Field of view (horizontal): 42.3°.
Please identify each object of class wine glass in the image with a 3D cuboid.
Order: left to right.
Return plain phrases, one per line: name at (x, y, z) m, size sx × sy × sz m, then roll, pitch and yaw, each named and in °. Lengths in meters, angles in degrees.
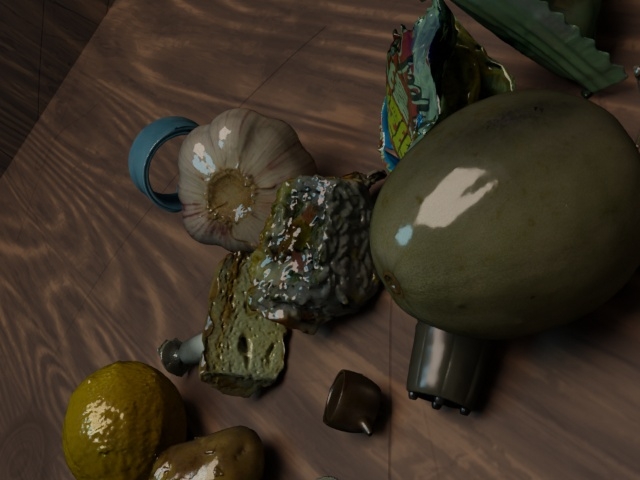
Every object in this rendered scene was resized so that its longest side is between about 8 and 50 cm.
wine glass at (-0.195, 0.176, 1.359) m, size 0.155 × 0.072 × 0.072 m, roll -22°, pitch 49°, yaw 40°

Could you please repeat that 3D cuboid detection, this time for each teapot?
teapot at (0.048, 0.207, 1.065) m, size 0.121 × 0.068 × 0.076 m, roll -89°, pitch 21°, yaw -66°

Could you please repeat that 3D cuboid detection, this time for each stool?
stool at (0.150, 0.142, 0.968) m, size 0.096 × 0.096 × 0.110 m, roll -1°, pitch 68°, yaw 49°

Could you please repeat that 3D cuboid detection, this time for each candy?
candy at (0.285, -0.403, 1.082) m, size 0.172 × 0.263 × 0.398 m, roll -22°, pitch 48°, yaw 52°

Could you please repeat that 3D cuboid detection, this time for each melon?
melon at (0.205, -0.028, 0.886) m, size 0.308 × 0.272 × 0.272 m, roll -5°, pitch 51°, yaw 2°

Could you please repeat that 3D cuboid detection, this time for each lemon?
lemon at (-0.305, 0.294, 1.295) m, size 0.192 × 0.192 × 0.231 m, roll -35°, pitch 49°, yaw 27°

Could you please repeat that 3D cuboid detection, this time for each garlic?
garlic at (-0.104, -0.112, 1.393) m, size 0.245 × 0.245 × 0.253 m, roll -33°, pitch 7°, yaw 29°

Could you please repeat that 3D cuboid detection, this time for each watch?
watch at (-0.253, -0.146, 1.566) m, size 0.211 × 0.193 × 0.211 m, roll -27°, pitch 47°, yaw 34°

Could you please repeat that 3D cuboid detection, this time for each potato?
potato at (-0.153, 0.331, 1.147) m, size 0.176 × 0.137 × 0.137 m, roll -21°, pitch 47°, yaw 18°

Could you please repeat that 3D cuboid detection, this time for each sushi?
sushi at (0.000, 0.000, 1.207) m, size 0.184 × 0.139 × 0.274 m, roll -3°, pitch 67°, yaw 46°

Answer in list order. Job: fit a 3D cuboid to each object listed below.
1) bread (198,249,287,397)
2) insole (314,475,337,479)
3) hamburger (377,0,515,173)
bread at (-0.114, 0.125, 1.277) m, size 0.088 × 0.128 × 0.232 m, roll 115°, pitch 164°, yaw -59°
insole at (-0.073, 0.436, 1.077) m, size 0.322 × 0.007 × 0.109 m, roll -51°, pitch 36°, yaw 7°
hamburger at (0.165, -0.170, 1.064) m, size 0.276 × 0.150 × 0.261 m, roll 179°, pitch 92°, yaw -85°
